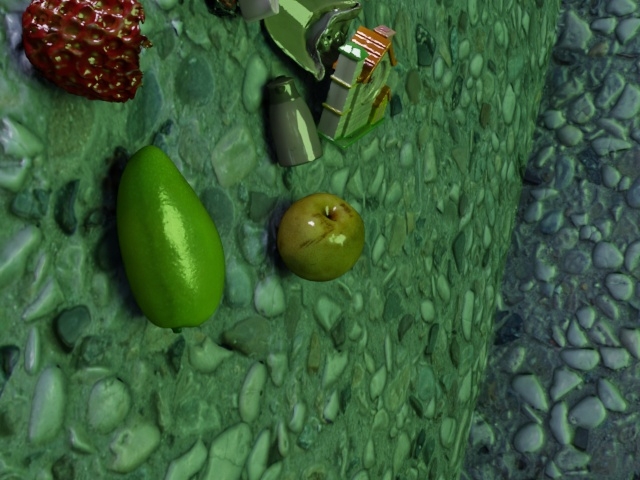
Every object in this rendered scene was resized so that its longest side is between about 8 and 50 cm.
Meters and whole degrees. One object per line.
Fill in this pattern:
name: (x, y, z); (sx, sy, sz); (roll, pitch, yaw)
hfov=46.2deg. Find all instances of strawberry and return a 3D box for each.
strawberry: (-0.377, -0.323, 1.186); (0.178, 0.234, 0.234); (-4, 99, -25)

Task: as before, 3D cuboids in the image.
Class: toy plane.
toy plane: (-0.186, -0.486, 1.538); (0.145, 0.037, 0.060); (6, 86, -57)

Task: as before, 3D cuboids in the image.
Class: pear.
pear: (0.000, 0.000, 1.744); (0.209, 0.208, 0.209); (-11, 103, -56)

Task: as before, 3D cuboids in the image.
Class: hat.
hat: (-0.030, -0.499, 1.750); (0.244, 0.149, 0.214); (33, 82, -16)

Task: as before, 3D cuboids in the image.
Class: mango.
mango: (-0.273, -0.003, 1.361); (0.192, 0.156, 0.343); (-35, 121, -51)

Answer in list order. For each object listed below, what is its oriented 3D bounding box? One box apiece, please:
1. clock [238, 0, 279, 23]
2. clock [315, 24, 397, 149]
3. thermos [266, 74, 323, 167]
clock: (-0.120, -0.595, 1.549); (0.275, 0.080, 0.290); (2, 85, -57)
clock: (0.100, -0.381, 1.822); (0.220, 0.106, 0.255); (-40, 157, -47)
thermos: (-0.067, -0.278, 1.706); (0.137, 0.105, 0.193); (-72, 147, -68)
